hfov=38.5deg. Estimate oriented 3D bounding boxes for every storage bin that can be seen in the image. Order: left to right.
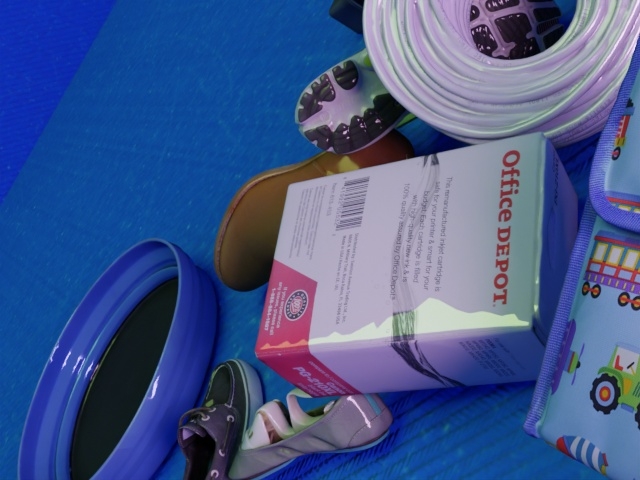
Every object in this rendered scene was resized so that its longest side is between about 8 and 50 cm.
[{"bbox_3d":[0.062,-0.343,1.205,0.091,0.098,0.135,-17,49,64],"label":"storage bin"}]

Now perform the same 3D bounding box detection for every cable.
[{"bbox_3d":[0.167,-0.202,0.776,0.257,0.089,0.257,11,90,22],"label":"cable"}]

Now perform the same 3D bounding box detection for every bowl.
[{"bbox_3d":[-0.275,0.184,1.240,0.391,0.077,0.391,-37,36,34],"label":"bowl"}]

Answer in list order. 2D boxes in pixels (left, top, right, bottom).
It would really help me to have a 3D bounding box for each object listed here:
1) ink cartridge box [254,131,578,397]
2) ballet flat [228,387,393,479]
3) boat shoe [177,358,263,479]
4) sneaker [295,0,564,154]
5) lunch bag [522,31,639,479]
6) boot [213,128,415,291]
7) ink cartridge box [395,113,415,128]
[{"bbox_3d":[0.082,0.026,0.744,0.237,0.100,0.172,-10,55,31],"label":"ink cartridge box"},{"bbox_3d":[-0.023,0.173,0.860,0.213,0.068,0.072,-27,6,40],"label":"ballet flat"},{"bbox_3d":[-0.117,0.216,0.966,0.080,0.076,0.229,-33,38,38],"label":"boat shoe"},{"bbox_3d":[0.100,-0.182,0.916,0.279,0.107,0.118,-22,13,7],"label":"sneaker"},{"bbox_3d":[0.246,-0.005,0.454,0.221,0.138,0.293,20,103,60],"label":"lunch bag"},{"bbox_3d":[0.000,0.000,0.983,0.283,0.109,0.220,-42,36,14],"label":"boot"},{"bbox_3d":[0.114,-0.244,1.053,0.109,0.062,0.209,-25,44,44],"label":"ink cartridge box"}]
